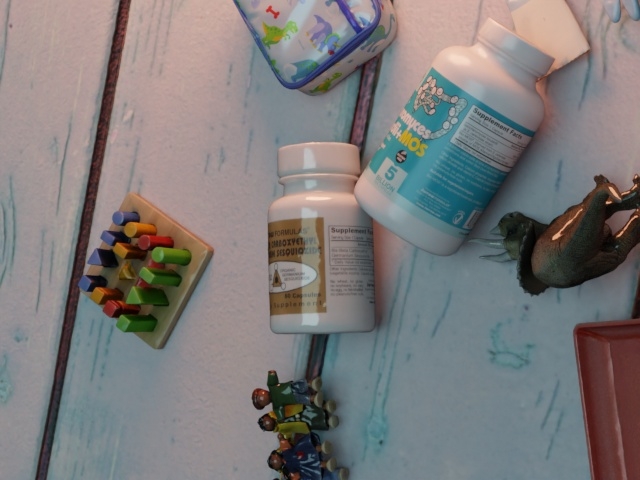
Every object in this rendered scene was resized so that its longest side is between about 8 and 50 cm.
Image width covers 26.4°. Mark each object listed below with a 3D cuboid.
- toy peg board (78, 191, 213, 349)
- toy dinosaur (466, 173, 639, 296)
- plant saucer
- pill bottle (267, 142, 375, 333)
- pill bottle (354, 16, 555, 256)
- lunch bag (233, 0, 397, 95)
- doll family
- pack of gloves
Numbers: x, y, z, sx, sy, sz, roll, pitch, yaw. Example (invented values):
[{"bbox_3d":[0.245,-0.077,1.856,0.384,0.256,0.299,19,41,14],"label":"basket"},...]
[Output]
[{"bbox_3d":[-0.256,0.039,1.848,0.160,0.079,0.161,34,102,26],"label":"toy peg board"},{"bbox_3d":[0.284,0.004,1.485,0.160,0.313,0.121,-39,96,-3],"label":"toy dinosaur"},{"bbox_3d":[0.389,0.208,1.444,0.258,0.047,0.259,-10,85,55],"label":"plant saucer"},{"bbox_3d":[0.000,0.000,1.680,0.131,0.131,0.229,-4,84,28],"label":"pill bottle"},{"bbox_3d":[0.163,-0.124,1.591,0.146,0.146,0.264,38,103,25],"label":"pill bottle"},{"bbox_3d":[-0.013,-0.312,1.735,0.176,0.090,0.219,-33,73,20],"label":"lunch bag"},{"bbox_3d":[-0.031,0.256,1.714,0.111,0.076,0.193,-11,84,23],"label":"doll family"},{"bbox_3d":[0.296,-0.331,1.602,0.195,0.046,0.232,-31,71,37],"label":"pack of gloves"}]
